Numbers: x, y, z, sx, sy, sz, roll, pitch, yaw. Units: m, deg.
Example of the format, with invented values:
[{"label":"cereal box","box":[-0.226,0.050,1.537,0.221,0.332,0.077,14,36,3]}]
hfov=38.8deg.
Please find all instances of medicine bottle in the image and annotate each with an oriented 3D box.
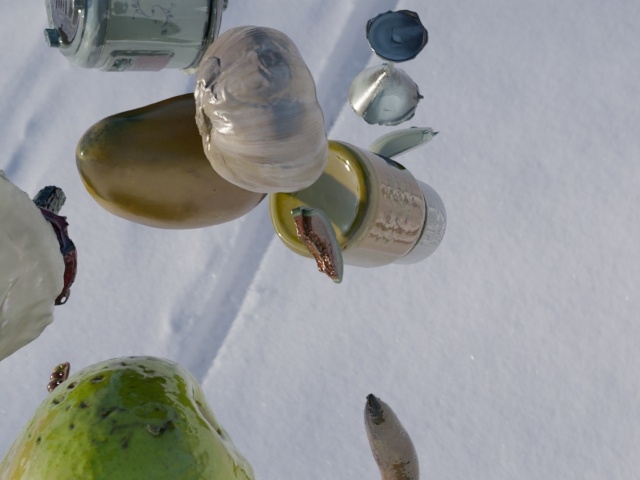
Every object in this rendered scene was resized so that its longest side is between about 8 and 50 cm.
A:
[{"label":"medicine bottle","box":[0.089,-0.058,1.774,0.224,0.384,0.224,-4,82,31]}]

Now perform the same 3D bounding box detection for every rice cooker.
[{"label":"rice cooker","box":[-0.294,-0.406,1.502,0.316,0.316,0.264,-16,80,15]}]

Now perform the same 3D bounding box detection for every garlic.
[{"label":"garlic","box":[-0.082,-0.161,1.140,0.152,0.228,0.228,-21,52,-10]}]

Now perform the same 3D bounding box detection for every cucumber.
[{"label":"cucumber","box":[-0.491,-0.016,1.555,0.058,0.058,0.187,-9,43,19]}]

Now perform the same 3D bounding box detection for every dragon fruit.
[{"label":"dragon fruit","box":[-0.439,0.021,1.366,0.120,0.127,0.161,-9,48,-24]}]

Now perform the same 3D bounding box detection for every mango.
[{"label":"mango","box":[-0.207,-0.115,1.342,0.317,0.211,0.173,-6,45,-30]}]

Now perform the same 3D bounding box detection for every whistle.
[{"label":"whistle","box":[-0.475,0.263,1.632,0.046,0.057,0.109,5,52,-6]}]

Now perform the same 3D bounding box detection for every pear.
[{"label":"pear","box":[-0.296,0.370,1.335,0.391,0.391,0.391,-11,57,18]}]

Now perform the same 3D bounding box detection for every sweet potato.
[{"label":"sweet potato","box":[0.125,0.411,1.609,0.108,0.346,0.079,-17,19,-37]}]

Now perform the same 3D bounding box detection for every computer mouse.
[{"label":"computer mouse","box":[0.165,-0.208,1.938,0.181,0.089,0.056,-24,94,8]}]

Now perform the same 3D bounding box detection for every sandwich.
[{"label":"sandwich","box":[0.000,-0.002,1.326,0.029,0.135,0.067,-14,33,25]}]

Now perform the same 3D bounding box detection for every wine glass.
[{"label":"wine glass","box":[0.105,-0.268,1.399,0.122,0.183,0.122,0,67,-1]}]

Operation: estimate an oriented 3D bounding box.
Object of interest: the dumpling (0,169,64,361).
[{"label":"dumpling","box":[-0.404,0.040,0.842,0.315,0.395,0.233,-40,52,20]}]
